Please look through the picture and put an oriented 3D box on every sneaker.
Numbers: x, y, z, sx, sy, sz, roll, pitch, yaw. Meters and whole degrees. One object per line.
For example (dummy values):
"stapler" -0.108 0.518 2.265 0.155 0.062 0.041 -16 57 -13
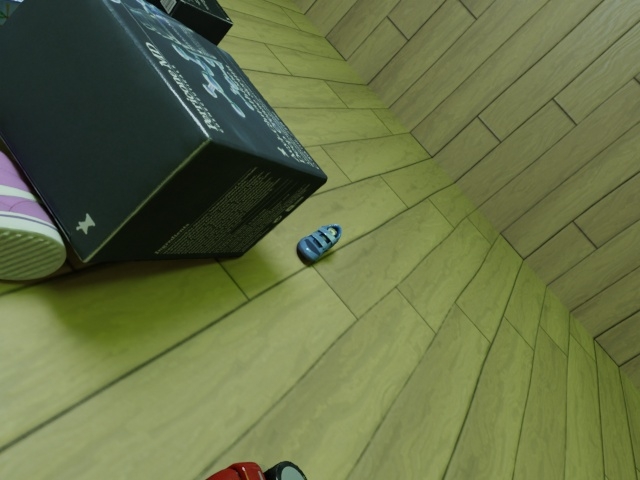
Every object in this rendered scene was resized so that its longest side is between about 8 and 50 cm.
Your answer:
"sneaker" -0.410 -0.055 0.600 0.282 0.102 0.161 28 25 -55
"sneaker" 0.000 0.000 1.191 0.053 0.059 0.144 50 26 1

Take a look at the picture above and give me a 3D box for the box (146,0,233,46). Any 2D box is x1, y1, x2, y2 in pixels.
"box" -0.364 -0.616 1.478 0.184 0.103 0.261 -3 54 -55

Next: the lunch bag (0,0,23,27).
"lunch bag" -0.432 -0.398 0.906 0.219 0.090 0.176 -2 69 -36

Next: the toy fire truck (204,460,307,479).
"toy fire truck" -0.101 0.319 0.495 0.246 0.158 0.217 27 30 -56

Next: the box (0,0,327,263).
"box" -0.208 -0.147 0.827 0.293 0.212 0.395 52 15 12
